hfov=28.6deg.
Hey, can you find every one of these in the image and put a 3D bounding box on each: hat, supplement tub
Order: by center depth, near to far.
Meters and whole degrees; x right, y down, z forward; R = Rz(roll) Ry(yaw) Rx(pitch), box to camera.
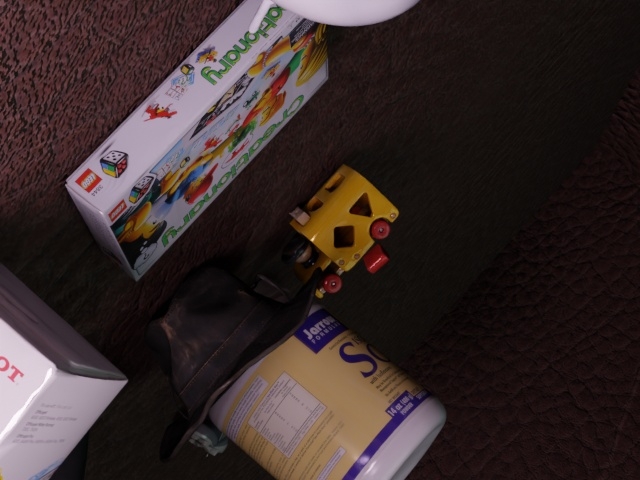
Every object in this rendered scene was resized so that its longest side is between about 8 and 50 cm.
[{"bbox_3d":[-0.135,0.113,1.542,0.331,0.134,0.331,-46,-177,3],"label":"hat"},{"bbox_3d":[-0.011,0.234,1.820,0.241,0.331,0.241,-47,166,-16],"label":"supplement tub"}]

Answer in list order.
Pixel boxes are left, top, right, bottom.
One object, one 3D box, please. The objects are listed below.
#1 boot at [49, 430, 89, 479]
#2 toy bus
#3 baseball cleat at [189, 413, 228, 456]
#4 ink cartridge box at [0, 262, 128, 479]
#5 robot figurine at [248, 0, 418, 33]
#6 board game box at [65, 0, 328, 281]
[{"bbox_3d":[-0.252,0.298,1.141,0.367,0.146,0.445,-41,-154,26],"label":"boot"},{"bbox_3d":[0.006,-0.010,1.727,0.191,0.104,0.202,-27,-149,37],"label":"toy bus"},{"bbox_3d":[-0.176,0.286,2.013,0.109,0.072,0.206,-63,173,-13],"label":"baseball cleat"},{"bbox_3d":[-0.306,0.142,0.998,0.232,0.171,0.168,-51,167,0],"label":"ink cartridge box"},{"bbox_3d":[0.049,-0.306,0.930,0.353,0.200,0.300,-51,161,0],"label":"robot figurine"},{"bbox_3d":[-0.108,-0.113,1.222,0.305,0.053,0.193,-48,166,-14],"label":"board game box"}]
